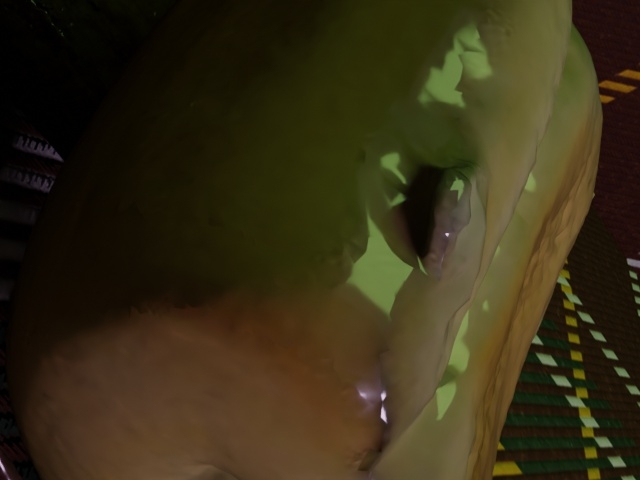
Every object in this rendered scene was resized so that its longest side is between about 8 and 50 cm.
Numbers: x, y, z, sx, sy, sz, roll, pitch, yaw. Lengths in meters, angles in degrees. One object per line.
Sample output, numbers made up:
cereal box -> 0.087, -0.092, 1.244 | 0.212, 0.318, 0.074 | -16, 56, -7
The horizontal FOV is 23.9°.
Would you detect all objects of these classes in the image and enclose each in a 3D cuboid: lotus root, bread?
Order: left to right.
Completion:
lotus root -> -0.108, -0.114, 1.032 | 0.397, 0.179, 0.196 | 50, -2, -28
bread -> 0.000, 0.000, 0.804 | 0.348, 0.253, 0.376 | 79, 30, -49

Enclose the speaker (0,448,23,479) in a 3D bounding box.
speaker -> -0.252, 0.021, 0.627 | 0.259, 0.198, 0.329 | 19, 26, -24
